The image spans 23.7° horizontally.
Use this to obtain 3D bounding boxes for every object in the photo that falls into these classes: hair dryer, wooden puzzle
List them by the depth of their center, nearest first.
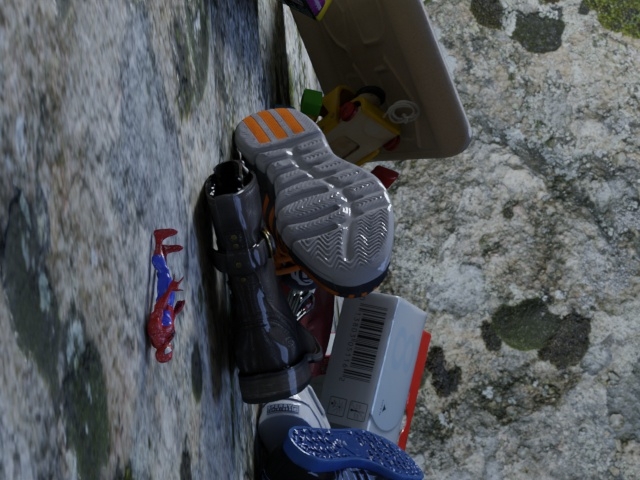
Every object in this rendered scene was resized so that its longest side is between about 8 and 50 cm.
[{"bbox_3d":[-0.042,0.100,1.935,0.293,0.080,0.223,63,39,-64],"label":"hair dryer"},{"bbox_3d":[0.090,-0.273,2.190,0.348,0.080,0.322,0,-66,67],"label":"wooden puzzle"}]

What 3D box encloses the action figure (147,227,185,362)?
[{"bbox_3d":[-0.121,0.046,1.200,0.038,0.030,0.115,88,4,-56],"label":"action figure"}]

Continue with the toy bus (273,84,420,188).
[{"bbox_3d":[0.038,-0.168,2.164,0.191,0.202,0.104,88,3,-52],"label":"toy bus"}]

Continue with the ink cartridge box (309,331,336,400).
[{"bbox_3d":[0.036,0.217,2.341,0.063,0.109,0.150,-89,173,-56],"label":"ink cartridge box"}]

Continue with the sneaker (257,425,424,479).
[{"bbox_3d":[0.020,0.271,1.752,0.232,0.090,0.081,18,25,-45],"label":"sneaker"}]

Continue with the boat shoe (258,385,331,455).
[{"bbox_3d":[-0.015,0.253,1.844,0.258,0.095,0.084,82,11,-48],"label":"boat shoe"}]

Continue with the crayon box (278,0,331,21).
[{"bbox_3d":[0.016,-0.445,1.829,0.313,0.106,0.363,-62,176,2],"label":"crayon box"}]

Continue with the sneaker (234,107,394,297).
[{"bbox_3d":[0.000,0.000,1.673,0.321,0.125,0.180,-119,-161,-51],"label":"sneaker"}]

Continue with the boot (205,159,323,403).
[{"bbox_3d":[-0.064,0.029,1.543,0.263,0.091,0.229,-106,-176,-81],"label":"boot"}]

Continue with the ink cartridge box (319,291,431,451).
[{"bbox_3d":[0.105,0.258,2.249,0.385,0.091,0.308,30,71,-64],"label":"ink cartridge box"}]
